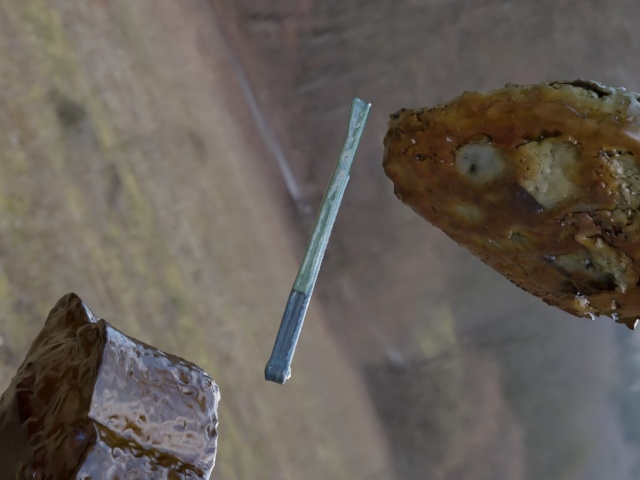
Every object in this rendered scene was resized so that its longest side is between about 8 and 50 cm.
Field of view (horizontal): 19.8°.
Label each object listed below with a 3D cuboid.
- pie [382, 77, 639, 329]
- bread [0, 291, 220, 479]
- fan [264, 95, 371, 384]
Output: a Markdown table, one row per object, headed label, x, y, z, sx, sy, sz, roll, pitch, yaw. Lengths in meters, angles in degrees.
| label | x | y | z | sx | sy | sz | roll | pitch | yaw |
| --- | --- | --- | --- | --- | --- | --- | --- | --- | --- |
| pie | 0.209 | -0.036 | 1.523 | 0.308 | 0.308 | 0.085 | 68 | 35 | -44 |
| bread | -0.158 | 0.169 | 1.178 | 0.246 | 0.135 | 0.232 | -70 | -163 | 1 |
| fan | 0.000 | 0.000 | 1.158 | 0.038 | 0.016 | 0.193 | 90 | 17 | -74 |
